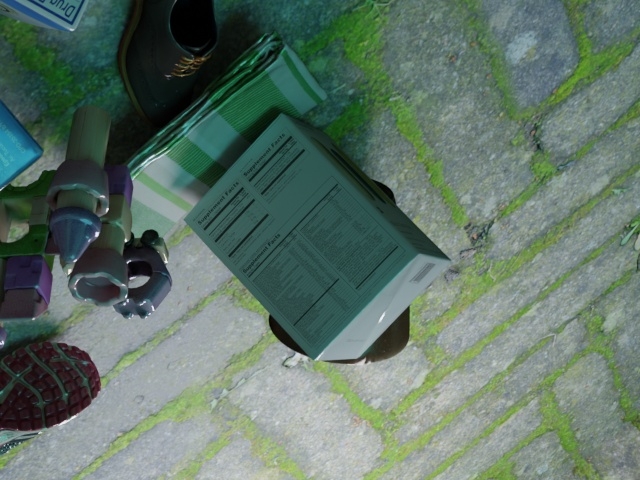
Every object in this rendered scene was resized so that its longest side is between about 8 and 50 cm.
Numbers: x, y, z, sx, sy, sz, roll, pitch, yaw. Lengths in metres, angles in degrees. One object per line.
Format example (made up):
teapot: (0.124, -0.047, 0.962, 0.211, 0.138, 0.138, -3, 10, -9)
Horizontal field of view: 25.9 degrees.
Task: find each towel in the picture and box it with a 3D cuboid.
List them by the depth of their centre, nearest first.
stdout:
towel: (-0.141, -0.118, 1.784, 0.325, 0.038, 0.248, -42, 164, 4)

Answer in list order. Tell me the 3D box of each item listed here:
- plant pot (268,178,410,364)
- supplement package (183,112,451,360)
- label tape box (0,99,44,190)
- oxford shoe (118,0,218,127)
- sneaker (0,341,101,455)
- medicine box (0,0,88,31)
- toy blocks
plant pot: (0.042, 0.030, 2.061, 0.215, 0.215, 0.230, -12, 123, -34)
supplement package: (0.000, 0.000, 1.867, 0.198, 0.262, 0.199, -46, 165, 10)
label tape box: (-0.473, -0.074, 1.325, 0.334, 0.106, 0.240, -41, 117, -10)
oxford shoe: (-0.174, -0.225, 1.634, 0.097, 0.098, 0.271, -22, 142, -25)
sneaker: (-0.444, 0.233, 1.908, 0.299, 0.121, 0.112, -25, 172, -23)
medicine box: (-0.294, -0.372, 1.225, 0.263, 0.149, 0.289, 26, 87, -53)
toy blocks: (-0.340, 0.044, 1.553, 0.289, 0.260, 0.309, -3, 145, 7)
